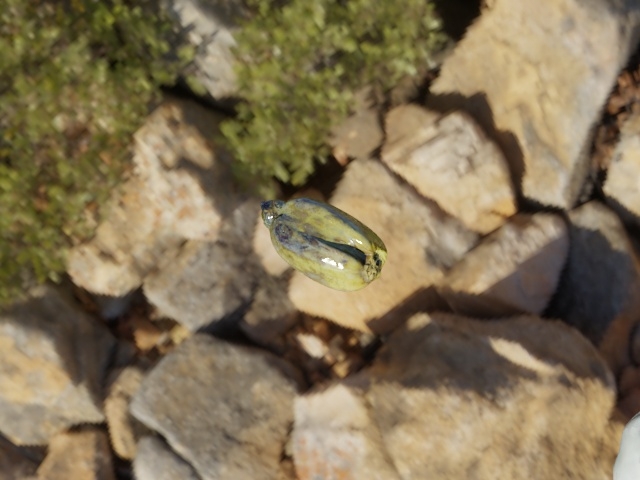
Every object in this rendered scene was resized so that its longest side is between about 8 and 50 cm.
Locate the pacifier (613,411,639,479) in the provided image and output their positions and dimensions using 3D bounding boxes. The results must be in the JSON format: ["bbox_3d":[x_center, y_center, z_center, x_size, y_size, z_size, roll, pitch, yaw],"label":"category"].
[{"bbox_3d":[0.307,0.215,0.838,0.273,0.332,0.221,2,89,35],"label":"pacifier"}]

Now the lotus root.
[{"bbox_3d":[0.000,0.000,0.959,0.099,0.049,0.054,29,72,20],"label":"lotus root"}]
